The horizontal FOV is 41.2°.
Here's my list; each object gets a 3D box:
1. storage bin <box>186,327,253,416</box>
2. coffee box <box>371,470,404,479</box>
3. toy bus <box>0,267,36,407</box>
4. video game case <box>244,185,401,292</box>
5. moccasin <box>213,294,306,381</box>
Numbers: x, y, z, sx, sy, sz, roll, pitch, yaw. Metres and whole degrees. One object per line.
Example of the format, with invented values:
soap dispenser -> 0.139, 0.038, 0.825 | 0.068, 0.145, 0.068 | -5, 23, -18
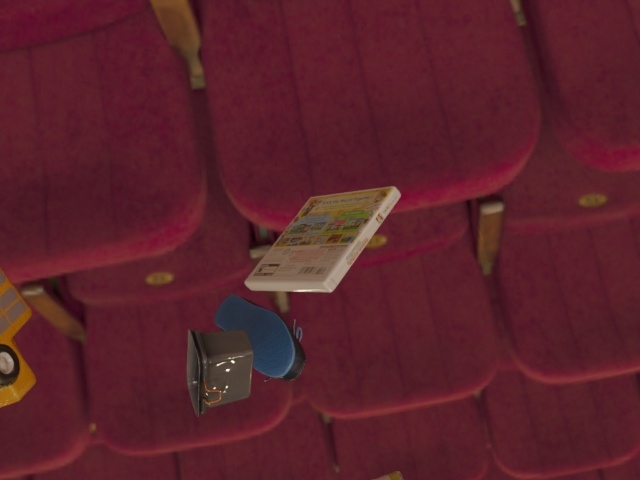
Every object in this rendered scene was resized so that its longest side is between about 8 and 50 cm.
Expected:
storage bin -> -0.154, 0.203, 1.324 | 0.091, 0.098, 0.135 | -8, 129, -18
coffee box -> 0.049, 0.680, 1.659 | 0.338, 0.338, 0.334 | -26, 163, 7
toy bus -> -0.486, 0.060, 1.092 | 0.108, 0.130, 0.333 | -21, 111, 23
video game case -> 0.000, 0.000, 1.367 | 0.026, 0.206, 0.227 | 49, 152, -24
moccasin -> -0.110, 0.207, 1.858 | 0.117, 0.342, 0.138 | 36, 92, -35
